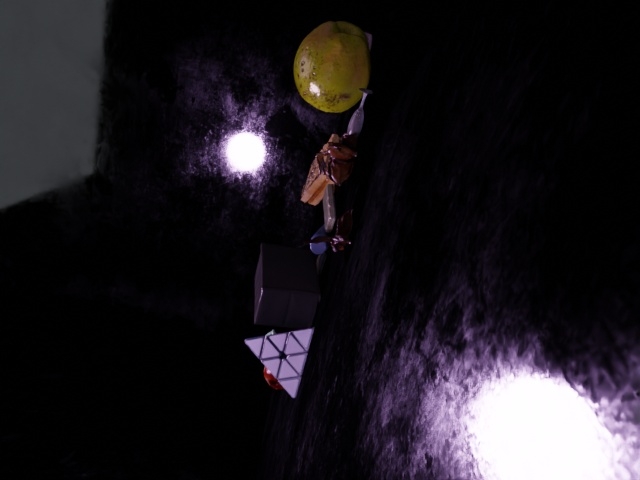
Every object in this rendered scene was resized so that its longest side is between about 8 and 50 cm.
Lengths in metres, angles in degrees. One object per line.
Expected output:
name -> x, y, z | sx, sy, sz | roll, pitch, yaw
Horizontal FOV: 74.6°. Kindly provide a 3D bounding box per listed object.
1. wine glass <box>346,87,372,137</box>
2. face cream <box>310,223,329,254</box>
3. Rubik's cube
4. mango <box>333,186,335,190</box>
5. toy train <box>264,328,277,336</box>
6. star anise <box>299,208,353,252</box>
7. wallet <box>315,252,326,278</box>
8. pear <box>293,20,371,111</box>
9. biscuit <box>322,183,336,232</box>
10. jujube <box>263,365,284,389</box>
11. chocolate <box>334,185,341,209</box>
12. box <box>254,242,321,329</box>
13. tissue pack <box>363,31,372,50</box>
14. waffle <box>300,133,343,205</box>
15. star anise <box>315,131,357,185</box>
wine glass -> 0.156, -0.513, 1.711 | 0.066, 0.066, 0.198 | -82, 8, -56
face cream -> 0.000, 0.000, 1.955 | 0.385, 0.086, 0.136 | -70, -2, -82
Rubik's cube -> -0.130, 0.454, 1.736 | 0.228, 0.233, 0.228 | -41, -53, -19
mango -> 0.058, -0.274, 2.316 | 0.060, 0.046, 0.089 | 122, 153, -57
toy train -> -0.215, 0.466, 1.876 | 0.099, 0.081, 0.149 | -38, 19, -5
star anise -> 0.026, -0.017, 1.314 | 0.141, 0.144, 0.158 | -68, -4, -50
wallet -> -0.012, 0.126, 1.946 | 0.155, 0.039, 0.111 | 113, 171, -70
pear -> 0.065, -0.789, 1.900 | 0.391, 0.390, 0.392 | -166, 90, -86
biscuit -> 0.039, -0.149, 1.922 | 0.121, 0.040, 0.200 | 104, 165, -56
jujube -> -0.167, 0.556, 1.915 | 0.155, 0.155, 0.230 | 111, -178, -57
chocolate -> 0.076, -0.199, 1.941 | 0.086, 0.028, 0.183 | 128, 156, -77
box -> -0.155, 0.197, 1.841 | 0.345, 0.250, 0.205 | -102, 24, -59
tissue pack -> 0.215, -1.011, 2.331 | 0.222, 0.090, 0.187 | 115, 166, -70
waffle -> 0.017, -0.373, 2.258 | 0.376, 0.113, 0.261 | 138, 149, -63
star anise -> 0.066, -0.326, 1.723 | 0.346, 0.148, 0.238 | 166, 121, -74
